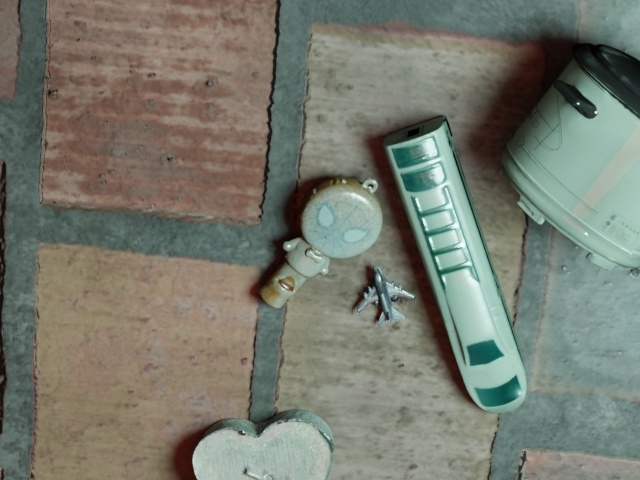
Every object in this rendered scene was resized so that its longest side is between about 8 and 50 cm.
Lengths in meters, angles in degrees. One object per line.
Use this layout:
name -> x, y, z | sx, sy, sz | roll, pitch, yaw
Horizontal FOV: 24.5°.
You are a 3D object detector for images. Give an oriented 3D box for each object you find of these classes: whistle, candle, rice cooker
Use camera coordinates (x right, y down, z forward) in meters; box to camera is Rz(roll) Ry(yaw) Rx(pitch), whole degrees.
whistle -> 0.000, 0.000, 1.888 | 0.107, 0.057, 0.220 | 33, 110, -19
candle -> -0.069, 0.313, 1.967 | 0.192, 0.068, 0.168 | -7, 101, 7
rice cooker -> 0.355, -0.109, 1.741 | 0.280, 0.241, 0.227 | 21, 115, -39

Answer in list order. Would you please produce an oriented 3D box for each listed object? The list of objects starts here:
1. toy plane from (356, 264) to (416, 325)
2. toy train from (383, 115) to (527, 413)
toy plane -> 0.082, 0.070, 1.911 | 0.079, 0.031, 0.083 | -14, 104, 7
toy train -> 0.182, 0.050, 1.871 | 0.086, 0.088, 0.407 | -18, 104, 8
